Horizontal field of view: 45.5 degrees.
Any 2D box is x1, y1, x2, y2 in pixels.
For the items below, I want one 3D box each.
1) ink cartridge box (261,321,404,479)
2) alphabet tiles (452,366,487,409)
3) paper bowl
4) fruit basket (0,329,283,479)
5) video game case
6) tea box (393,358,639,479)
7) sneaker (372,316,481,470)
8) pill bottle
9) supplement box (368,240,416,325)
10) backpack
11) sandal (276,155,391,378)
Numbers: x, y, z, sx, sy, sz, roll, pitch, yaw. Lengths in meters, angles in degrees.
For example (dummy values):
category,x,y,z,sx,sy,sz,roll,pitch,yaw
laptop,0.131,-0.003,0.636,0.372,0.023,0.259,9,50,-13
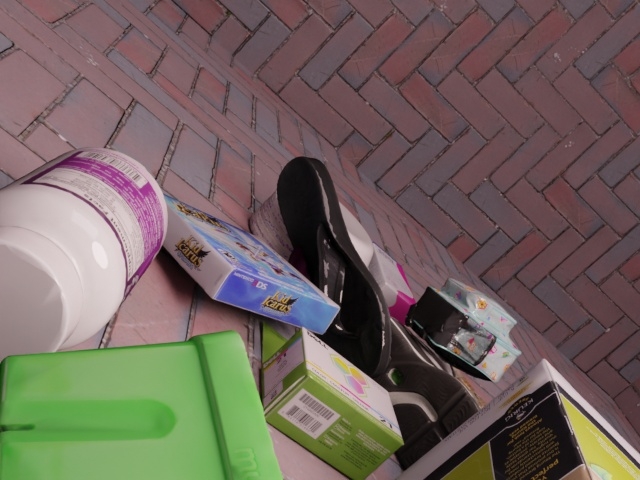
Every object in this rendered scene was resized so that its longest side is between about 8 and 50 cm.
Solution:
category,x,y,z,sx,sy,sz,roll,pitch,yaw
ink cartridge box,0.008,0.209,1.153,0.189,0.097,0.255,39,16,-20
alphabet tiles,0.363,0.391,1.816,0.237,0.009,0.198,51,15,24
paper bowl,0.000,0.000,1.613,0.284,0.148,0.284,43,14,-14
fruit basket,-0.062,0.274,0.513,0.392,0.282,0.392,24,25,-12
video game case,-0.130,0.036,1.214,0.244,0.061,0.270,38,7,39
tea box,0.224,0.362,0.864,0.220,0.329,0.323,45,16,-2
sneaker,0.225,0.298,1.362,0.258,0.169,0.447,25,22,-49
pill bottle,-0.270,0.012,0.785,0.169,0.169,0.301,42,15,-11
supplement box,0.132,0.113,1.732,0.111,0.114,0.220,41,14,-19
backpack,0.271,0.166,1.381,0.188,0.144,0.166,44,-4,-22
sandal,-0.008,0.049,1.365,0.107,0.167,0.445,1,56,-40
